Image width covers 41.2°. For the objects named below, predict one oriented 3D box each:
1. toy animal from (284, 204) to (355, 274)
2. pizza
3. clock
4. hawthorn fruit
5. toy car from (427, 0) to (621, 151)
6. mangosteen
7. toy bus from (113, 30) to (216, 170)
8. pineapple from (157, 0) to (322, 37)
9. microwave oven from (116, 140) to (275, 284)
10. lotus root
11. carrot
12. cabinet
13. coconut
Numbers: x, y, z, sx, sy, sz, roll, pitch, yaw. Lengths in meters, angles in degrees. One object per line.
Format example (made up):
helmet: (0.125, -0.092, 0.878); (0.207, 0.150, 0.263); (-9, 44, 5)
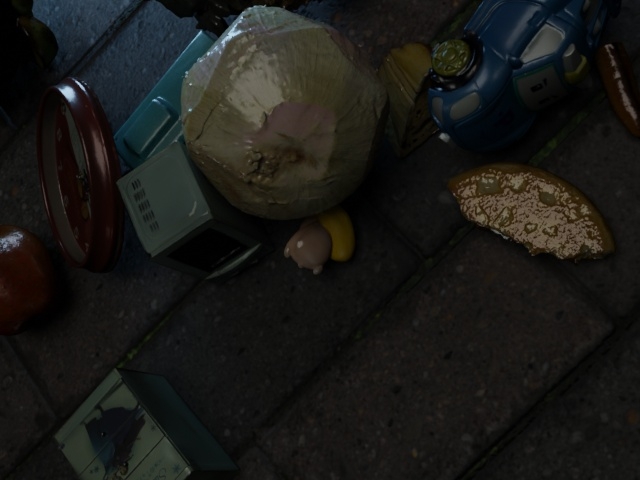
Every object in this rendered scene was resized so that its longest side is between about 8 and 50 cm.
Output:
toy animal: (0.000, 0.000, 1.278); (0.114, 0.091, 0.082); (-52, 22, -13)
pizza: (0.289, -0.040, 1.172); (0.246, 0.058, 0.127); (14, 82, 23)
clock: (-0.379, -0.102, 1.371); (0.318, 0.080, 0.318); (23, 118, 55)
hawthorn fruit: (-0.523, 0.068, 1.421); (0.189, 0.189, 0.189); (-5, 75, 21)
toy car: (0.279, -0.246, 1.142); (0.166, 0.198, 0.314); (36, 91, 36)
mangosteen: (-0.662, -0.385, 1.530); (0.330, 0.330, 0.330); (-5, 75, 21)
toy bus: (-0.210, -0.193, 1.367); (0.128, 0.147, 0.256); (43, 94, 27)
pineapple: (-0.113, -0.424, 1.309); (0.357, 0.223, 0.223); (-31, 66, -7)
microwave oven: (-0.186, -0.035, 1.283); (0.122, 0.208, 0.162); (-33, 67, 12)
lotus root: (0.146, -0.224, 1.266); (0.135, 0.095, 0.159); (64, 144, 27)
carrot: (0.414, -0.203, 1.168); (0.048, 0.048, 0.139); (-19, 72, 17)
cabinet: (-0.260, 0.315, 1.261); (0.145, 0.150, 0.206); (-48, 64, 6)
coconut: (-0.049, -0.174, 1.192); (0.297, 0.254, 0.297); (-3, 105, -10)
